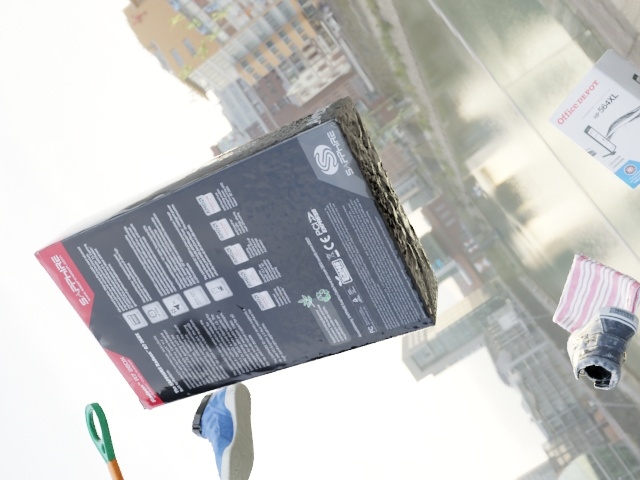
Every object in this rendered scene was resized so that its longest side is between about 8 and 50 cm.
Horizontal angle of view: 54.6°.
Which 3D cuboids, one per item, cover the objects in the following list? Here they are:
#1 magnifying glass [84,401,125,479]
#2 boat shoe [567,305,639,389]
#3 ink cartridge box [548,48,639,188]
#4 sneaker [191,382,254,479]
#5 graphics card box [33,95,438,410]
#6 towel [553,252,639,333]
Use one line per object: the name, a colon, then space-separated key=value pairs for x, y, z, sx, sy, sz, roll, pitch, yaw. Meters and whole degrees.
magnifying glass: x=-0.458 y=0.454 z=1.331 sx=0.026 sy=0.092 sz=0.231 roll=-12 pitch=-121 yaw=-41
boat shoe: x=0.350 y=0.155 z=0.800 sx=0.065 sy=0.083 sz=0.183 roll=23 pitch=157 yaw=21
ink cartridge box: x=0.538 y=-0.215 z=1.107 sx=0.203 sy=0.086 sz=0.148 roll=41 pitch=148 yaw=10
sneaker: x=-0.144 y=0.286 z=0.888 sx=0.058 sy=0.085 sz=0.152 roll=34 pitch=-136 yaw=-48
graphics card box: x=-0.088 y=0.030 z=0.662 sx=0.232 sy=0.371 sz=0.094 roll=62 pitch=-156 yaw=-18
towel: x=0.486 y=0.113 z=1.104 sx=0.029 sy=0.144 sz=0.197 roll=12 pitch=-168 yaw=-13
